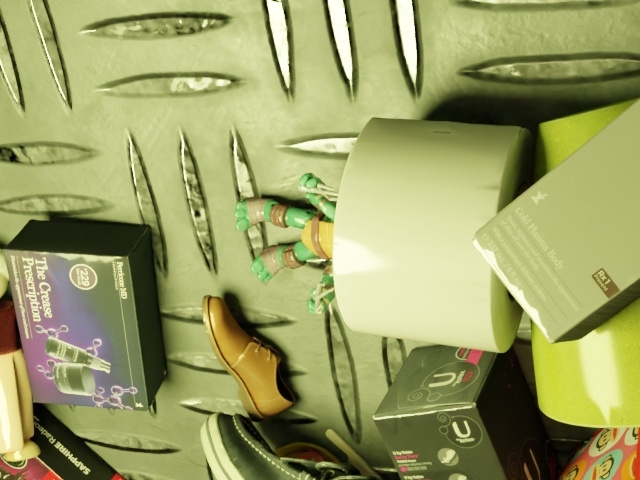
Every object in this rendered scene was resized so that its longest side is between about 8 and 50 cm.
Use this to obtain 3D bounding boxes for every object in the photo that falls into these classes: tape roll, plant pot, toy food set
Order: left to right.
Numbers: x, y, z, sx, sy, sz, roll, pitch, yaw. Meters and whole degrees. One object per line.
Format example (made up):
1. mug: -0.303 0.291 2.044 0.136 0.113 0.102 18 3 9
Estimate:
1. toy food set: -0.029 0.372 1.452 0.218 0.071 0.128 -33 100 34
2. tape roll: 0.134 -0.007 1.066 0.169 0.246 0.246 7 119 21
3. plant pot: 0.326 0.004 0.998 0.275 0.275 0.293 -12 96 29

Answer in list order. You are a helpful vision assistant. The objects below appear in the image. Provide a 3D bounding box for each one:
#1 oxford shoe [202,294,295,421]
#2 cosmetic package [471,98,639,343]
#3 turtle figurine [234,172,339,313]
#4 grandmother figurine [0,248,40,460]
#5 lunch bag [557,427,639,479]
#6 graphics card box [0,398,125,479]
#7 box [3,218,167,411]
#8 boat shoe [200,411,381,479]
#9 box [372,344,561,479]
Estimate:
1. oxford shoe: -0.100 0.157 1.376 0.076 0.076 0.212 -20 116 16
2. cosmetic package: 0.270 -0.027 0.849 0.238 0.107 0.127 -44 67 23
3. turtle figurine: 0.000 0.000 1.203 0.234 0.118 0.175 2 101 46
4. grandmother figurine: -0.499 0.169 1.497 0.104 0.208 0.342 9 106 56
5. lunch bag: 0.376 0.295 1.093 0.120 0.293 0.258 41 121 -3
6. graphics card box: -0.526 0.378 1.667 0.371 0.094 0.233 44 125 -2
7. box: -0.333 0.109 1.409 0.184 0.103 0.261 1 118 7
8. boat shoe: 0.019 0.360 1.247 0.500 0.156 0.187 35 168 45
9. box: 0.201 0.280 1.240 0.143 0.165 0.270 -14 110 30
